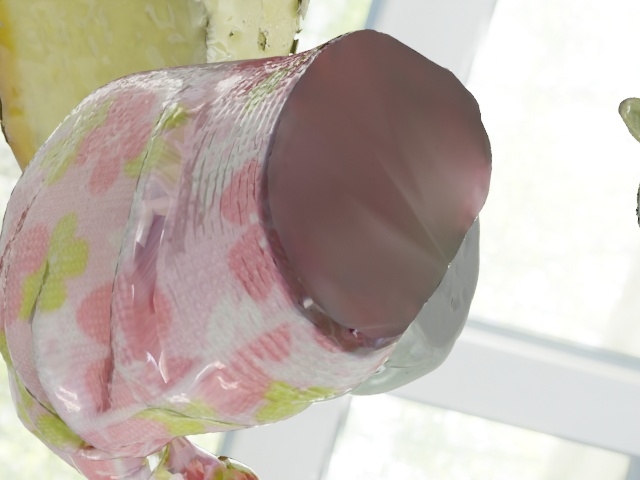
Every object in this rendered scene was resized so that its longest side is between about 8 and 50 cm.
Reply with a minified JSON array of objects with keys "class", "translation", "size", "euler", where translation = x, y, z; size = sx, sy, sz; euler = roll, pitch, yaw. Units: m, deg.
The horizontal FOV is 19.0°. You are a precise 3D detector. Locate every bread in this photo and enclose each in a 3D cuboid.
[{"class":"bread","translation":[-0.151,-0.190,1.223],"size":[0.248,0.279,0.315],"euler":[1,-114,35]}]

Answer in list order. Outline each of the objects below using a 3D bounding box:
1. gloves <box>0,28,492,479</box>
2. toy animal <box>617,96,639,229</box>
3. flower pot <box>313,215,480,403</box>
[{"class":"gloves","translation":[-0.048,0.011,0.597],"size":[0.241,0.126,0.145],"euler":[-20,-120,49]},{"class":"toy animal","translation":[0.196,-0.028,0.971],"size":[0.098,0.137,0.098],"euler":[-54,-172,11]},{"class":"flower pot","translation":[0.000,0.000,1.411],"size":[0.246,0.195,0.246],"euler":[1,90,-66]}]
